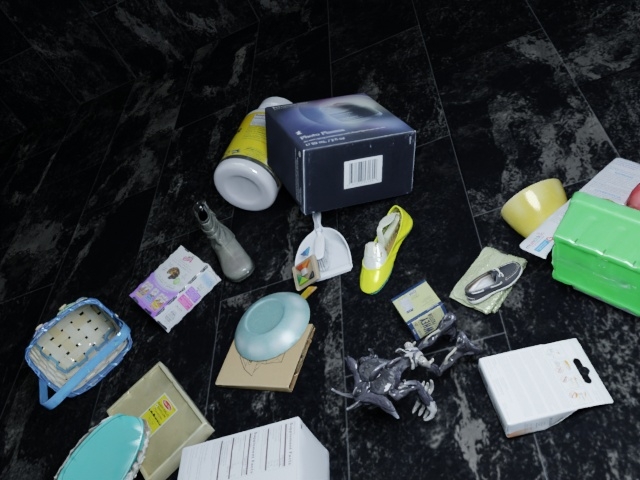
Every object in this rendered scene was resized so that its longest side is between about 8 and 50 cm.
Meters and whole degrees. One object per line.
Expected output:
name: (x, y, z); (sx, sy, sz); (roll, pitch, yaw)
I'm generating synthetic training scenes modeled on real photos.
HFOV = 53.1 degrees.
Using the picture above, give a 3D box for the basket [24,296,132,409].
basket: (-0.601, 0.274, 1.592); (0.255, 0.201, 0.289); (-44, 30, -16)

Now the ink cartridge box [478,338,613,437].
ink cartridge box: (0.380, 0.249, 1.099); (0.179, 0.045, 0.145); (-10, 40, -2)

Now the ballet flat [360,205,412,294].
ballet flat: (0.141, 0.013, 1.465); (0.077, 0.077, 0.231); (7, 53, 38)

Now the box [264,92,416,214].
box: (0.040, -0.234, 1.631); (0.296, 0.183, 0.294); (-13, 34, -18)

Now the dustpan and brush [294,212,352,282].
dustpan and brush: (0.000, 0.000, 1.587); (0.147, 0.060, 0.211); (-19, 41, 16)

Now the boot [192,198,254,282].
boot: (-0.270, -0.002, 1.692); (0.083, 0.161, 0.246); (-36, 39, -4)

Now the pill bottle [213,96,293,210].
pill bottle: (-0.169, -0.264, 1.881); (0.187, 0.188, 0.334); (-5, 45, 30)

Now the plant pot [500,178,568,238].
plant pot: (0.448, -0.047, 1.296); (0.134, 0.134, 0.095); (-27, 64, 7)

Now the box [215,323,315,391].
box: (-0.124, 0.258, 1.431); (0.201, 0.021, 0.165); (-4, 47, 31)

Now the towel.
towel: (0.341, 0.079, 1.300); (0.110, 0.027, 0.148); (23, 63, 45)

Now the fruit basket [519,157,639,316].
fruit basket: (0.598, -0.017, 1.158); (0.353, 0.166, 0.327); (-31, 40, -30)

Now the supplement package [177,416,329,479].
supplement package: (-0.119, 0.433, 1.147); (0.243, 0.139, 0.134); (-20, 39, 16)

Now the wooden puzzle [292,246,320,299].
wooden puzzle: (-0.035, 0.077, 1.527); (0.078, 0.014, 0.116); (-37, 52, 23)

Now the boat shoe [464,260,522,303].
boat shoe: (0.337, 0.076, 1.254); (0.125, 0.038, 0.046); (-31, 41, 3)

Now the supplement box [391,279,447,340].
supplement box: (0.204, 0.141, 1.303); (0.083, 0.056, 0.083); (-32, 38, 1)

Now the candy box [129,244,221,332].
candy box: (-0.389, 0.125, 1.712); (0.196, 0.070, 0.164); (-46, 40, -15)

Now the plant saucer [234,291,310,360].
plant saucer: (-0.119, 0.183, 1.460); (0.194, 0.037, 0.195); (-19, 40, 16)

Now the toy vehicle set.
toy vehicle set: (-0.362, 0.401, 1.429); (0.166, 0.035, 0.266); (-43, 40, -13)

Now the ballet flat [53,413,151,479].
ballet flat: (-0.484, 0.538, 1.286); (0.146, 0.147, 0.409); (8, 56, 39)

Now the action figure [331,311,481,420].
action figure: (0.155, 0.248, 1.162); (0.275, 0.141, 0.164); (-27, 38, -18)
